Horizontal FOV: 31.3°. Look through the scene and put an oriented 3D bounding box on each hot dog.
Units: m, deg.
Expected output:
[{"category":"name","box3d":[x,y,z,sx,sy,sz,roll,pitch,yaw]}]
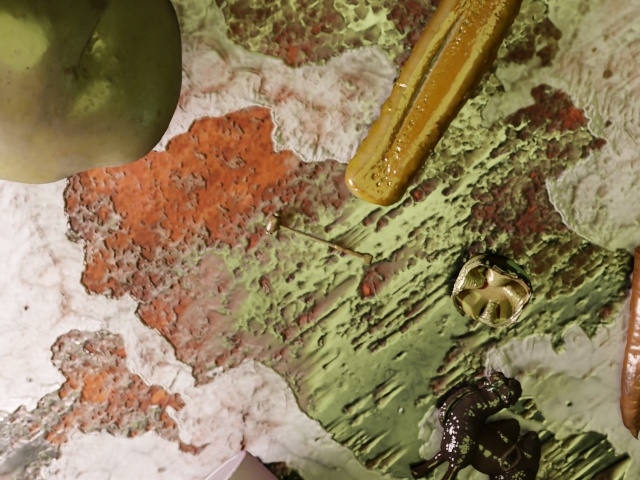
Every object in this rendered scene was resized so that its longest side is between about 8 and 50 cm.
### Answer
[{"category":"hot dog","box3d":[0.116,-0.163,1.181,0.088,0.061,0.286,35,99,-5]}]

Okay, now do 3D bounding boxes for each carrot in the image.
[{"category":"carrot","box3d":[0.355,0.114,1.256,0.057,0.057,0.224,5,107,-3]}]

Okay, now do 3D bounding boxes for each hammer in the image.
[{"category":"hammer","box3d":[0.000,0.000,1.234,0.123,0.014,0.029,20,108,-9]}]

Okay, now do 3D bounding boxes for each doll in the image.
[{"category":"doll","box3d":[0.186,0.230,1.266,0.139,0.057,0.165,29,94,-4]}]

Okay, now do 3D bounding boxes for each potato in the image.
[{"category":"potato","box3d":[-0.294,-0.184,1.080,0.326,0.221,0.243,16,111,-16]}]

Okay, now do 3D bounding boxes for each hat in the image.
[{"category":"hat","box3d":[0.184,0.048,1.228,0.077,0.059,0.076,24,115,-1]}]

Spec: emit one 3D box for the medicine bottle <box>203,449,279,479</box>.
[{"category":"medicine bottle","box3d":[-0.039,0.404,1.188,0.256,0.256,0.325,-43,91,6]}]
